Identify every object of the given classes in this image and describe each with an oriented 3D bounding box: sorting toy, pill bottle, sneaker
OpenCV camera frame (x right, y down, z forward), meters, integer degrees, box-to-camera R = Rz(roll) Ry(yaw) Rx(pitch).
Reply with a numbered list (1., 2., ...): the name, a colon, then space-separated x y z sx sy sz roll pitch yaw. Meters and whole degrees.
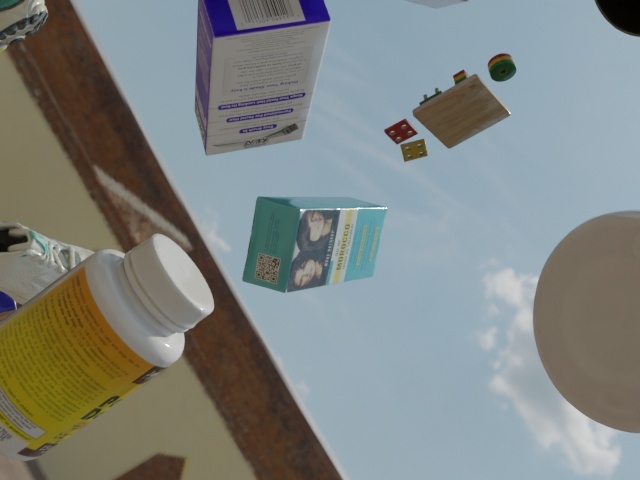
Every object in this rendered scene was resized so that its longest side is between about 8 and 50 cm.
1. sorting toy: 0.243 -0.237 1.603 0.132 0.274 0.046 33 38 -45
2. pill bottle: -0.201 0.088 0.770 0.117 0.215 0.117 53 9 -12
3. pill bottle: 0.319 0.058 0.715 0.160 0.283 0.160 0 -90 51
4. sneaker: -0.306 0.019 0.944 0.094 0.212 0.080 -38 -128 40
5. sneaker: -0.515 -0.293 1.236 0.110 0.275 0.107 62 -1 -2

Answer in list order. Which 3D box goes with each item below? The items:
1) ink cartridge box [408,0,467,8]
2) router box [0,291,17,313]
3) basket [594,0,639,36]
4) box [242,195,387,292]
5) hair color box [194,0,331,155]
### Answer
1. ink cartridge box: 0.235 -0.548 1.661 0.153 0.086 0.208 -150 -106 -71
2. router box: -0.667 -0.018 1.657 0.301 0.082 0.336 -8 -85 61
3. basket: 0.440 -0.365 1.063 0.154 0.227 0.204 30 -52 24
4. box: 0.000 0.000 1.097 0.060 0.244 0.101 15 -80 26
5. hair color box: -0.105 -0.279 1.459 0.339 0.185 0.110 108 -32 -62
